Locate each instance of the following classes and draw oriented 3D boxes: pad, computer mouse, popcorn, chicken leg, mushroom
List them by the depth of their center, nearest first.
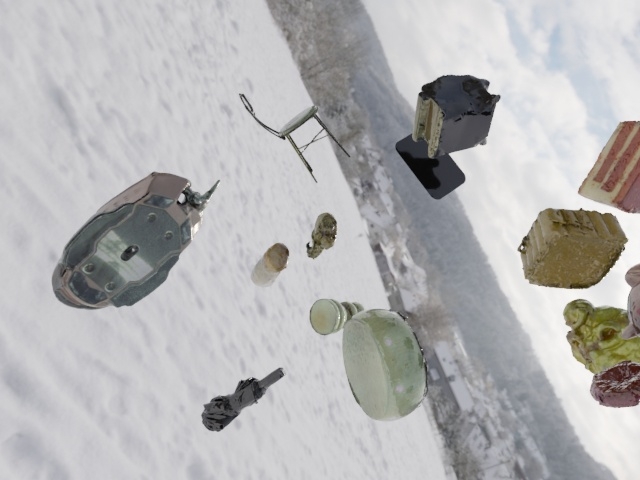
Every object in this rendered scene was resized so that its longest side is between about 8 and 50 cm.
[{"bbox_3d":[-0.372,-0.019,0.972,0.115,0.389,0.199,32,-20,45],"label":"computer mouse"},{"bbox_3d":[0.889,0.312,1.471,0.174,0.286,0.225,47,63,-53],"label":"popcorn"},{"bbox_3d":[0.000,0.000,1.637,0.088,0.228,0.103,1,47,-26],"label":"chicken leg"},{"bbox_3d":[-0.181,0.098,1.672,0.095,0.123,0.351,35,-21,-5],"label":"mushroom"},{"bbox_3d":[0.411,-0.290,1.779,0.267,0.181,0.004,55,-20,8],"label":"pad"}]

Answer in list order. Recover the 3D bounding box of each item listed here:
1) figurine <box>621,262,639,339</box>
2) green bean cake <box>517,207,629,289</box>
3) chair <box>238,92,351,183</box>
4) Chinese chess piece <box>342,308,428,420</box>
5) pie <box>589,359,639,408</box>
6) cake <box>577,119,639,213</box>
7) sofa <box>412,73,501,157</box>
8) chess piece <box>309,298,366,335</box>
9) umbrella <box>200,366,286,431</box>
[{"bbox_3d":[0.455,0.084,0.610,0.125,0.125,0.138,58,45,-29],"label":"figurine"},{"bbox_3d":[0.686,0.020,1.315,0.131,0.224,0.230,-82,178,-45],"label":"green bean cake"},{"bbox_3d":[-0.072,-0.334,1.378,0.326,0.170,0.160,50,9,-22],"label":"chair"},{"bbox_3d":[0.195,0.391,1.521,0.349,0.146,0.349,172,-90,-69],"label":"Chinese chess piece"},{"bbox_3d":[0.628,0.294,0.984,0.038,0.153,0.153,63,12,-1],"label":"pie"},{"bbox_3d":[0.870,-0.211,1.392,0.158,0.159,0.262,34,-47,58],"label":"cake"},{"bbox_3d":[0.440,-0.421,1.596,0.200,0.258,0.182,87,-18,-46],"label":"sofa"},{"bbox_3d":[0.082,0.285,1.813,0.243,0.133,0.133,7,56,-51],"label":"chess piece"},{"bbox_3d":[-0.259,0.531,1.613,0.118,0.340,0.118,53,11,-15],"label":"umbrella"}]
